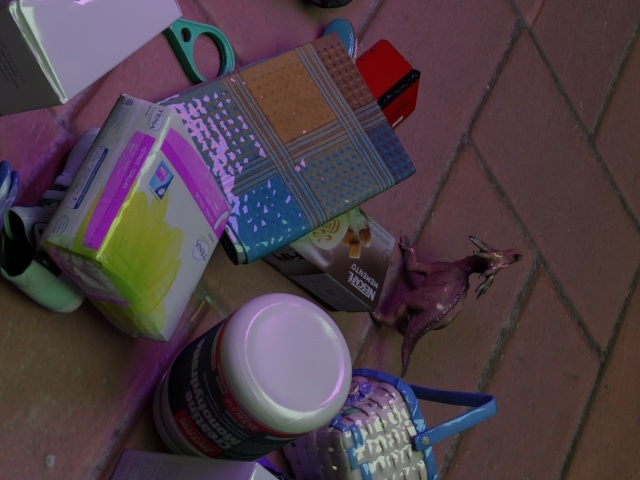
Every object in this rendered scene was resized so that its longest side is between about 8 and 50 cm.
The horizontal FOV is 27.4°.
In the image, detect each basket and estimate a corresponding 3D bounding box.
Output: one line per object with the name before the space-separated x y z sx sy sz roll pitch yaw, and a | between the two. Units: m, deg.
basket | 0.104 0.296 2.071 0.288 0.254 0.201 -17 98 -37

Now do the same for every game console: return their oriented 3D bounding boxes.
game console | 0.104 -0.260 2.292 0.144 0.085 0.124 -43 150 -41

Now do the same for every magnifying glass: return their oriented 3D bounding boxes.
magnifying glass | -0.207 -0.307 1.929 0.231 0.026 0.092 38 60 -40

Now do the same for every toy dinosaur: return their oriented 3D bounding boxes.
toy dinosaur | 0.214 0.092 2.251 0.127 0.200 0.296 53 51 -32

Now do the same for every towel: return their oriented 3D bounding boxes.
towel | -0.050 -0.146 1.978 0.370 0.040 0.271 -28 88 -35

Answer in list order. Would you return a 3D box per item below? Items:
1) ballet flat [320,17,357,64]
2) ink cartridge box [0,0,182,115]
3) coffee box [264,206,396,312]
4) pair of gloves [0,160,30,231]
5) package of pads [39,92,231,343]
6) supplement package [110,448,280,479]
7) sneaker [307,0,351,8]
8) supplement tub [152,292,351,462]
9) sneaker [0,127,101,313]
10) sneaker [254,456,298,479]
ballet flat | 0.025 -0.264 2.175 0.067 0.073 0.206 44 54 -71
ink cartridge box | -0.352 -0.248 1.542 0.223 0.307 0.129 -46 121 -40
coffee box | 0.000 0.000 2.088 0.246 0.098 0.141 40 58 -39
pair of gloves | -0.447 -0.038 1.637 0.198 0.023 0.159 20 72 -46
package of pads | -0.228 -0.014 1.695 0.229 0.101 0.296 -66 159 -18
supplement package | -0.155 0.418 1.755 0.198 0.262 0.199 44 56 -37
sneaker | 0.008 -0.437 2.094 0.097 0.135 0.276 46 18 18
supplement tub | -0.099 0.200 1.796 0.191 0.272 0.191 14 61 -27
sneaker | -0.332 -0.046 1.687 0.151 0.094 0.256 43 57 -62
sneaker | -0.051 0.389 1.966 0.293 0.146 0.102 48 54 -36
